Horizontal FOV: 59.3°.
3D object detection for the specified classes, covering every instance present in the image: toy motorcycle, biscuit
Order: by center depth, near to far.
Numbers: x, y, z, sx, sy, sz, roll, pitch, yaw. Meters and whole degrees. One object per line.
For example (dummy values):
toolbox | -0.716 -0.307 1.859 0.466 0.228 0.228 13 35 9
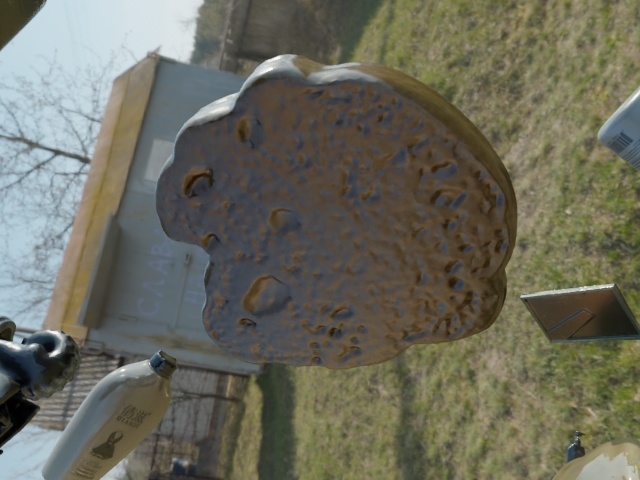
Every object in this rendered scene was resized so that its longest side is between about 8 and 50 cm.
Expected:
biscuit | 0.000 0.000 0.587 0.381 0.359 0.074 -41 10 34
toy motorcycle | -0.401 0.179 0.603 0.270 0.159 0.106 -45 -23 -30

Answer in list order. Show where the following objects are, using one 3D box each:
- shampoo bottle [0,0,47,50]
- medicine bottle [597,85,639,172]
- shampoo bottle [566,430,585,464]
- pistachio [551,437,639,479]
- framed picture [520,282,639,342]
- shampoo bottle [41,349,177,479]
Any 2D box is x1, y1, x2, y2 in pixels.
shampoo bottle | -0.257 -0.111 0.316 0.350 0.125 0.084 -103 5 -52
medicine bottle | 0.676 -0.162 1.032 0.157 0.288 0.157 -45 -11 -12
shampoo bottle | 0.653 0.561 1.444 0.027 0.048 0.137 117 171 -72
pistachio | 0.473 0.504 0.817 0.365 0.281 0.446 -20 -76 -58
framed picture | 0.398 0.115 0.861 0.149 0.109 0.011 -15 29 49
shampoo bottle | -0.323 0.282 0.894 0.257 0.127 0.078 -51 32 -3
